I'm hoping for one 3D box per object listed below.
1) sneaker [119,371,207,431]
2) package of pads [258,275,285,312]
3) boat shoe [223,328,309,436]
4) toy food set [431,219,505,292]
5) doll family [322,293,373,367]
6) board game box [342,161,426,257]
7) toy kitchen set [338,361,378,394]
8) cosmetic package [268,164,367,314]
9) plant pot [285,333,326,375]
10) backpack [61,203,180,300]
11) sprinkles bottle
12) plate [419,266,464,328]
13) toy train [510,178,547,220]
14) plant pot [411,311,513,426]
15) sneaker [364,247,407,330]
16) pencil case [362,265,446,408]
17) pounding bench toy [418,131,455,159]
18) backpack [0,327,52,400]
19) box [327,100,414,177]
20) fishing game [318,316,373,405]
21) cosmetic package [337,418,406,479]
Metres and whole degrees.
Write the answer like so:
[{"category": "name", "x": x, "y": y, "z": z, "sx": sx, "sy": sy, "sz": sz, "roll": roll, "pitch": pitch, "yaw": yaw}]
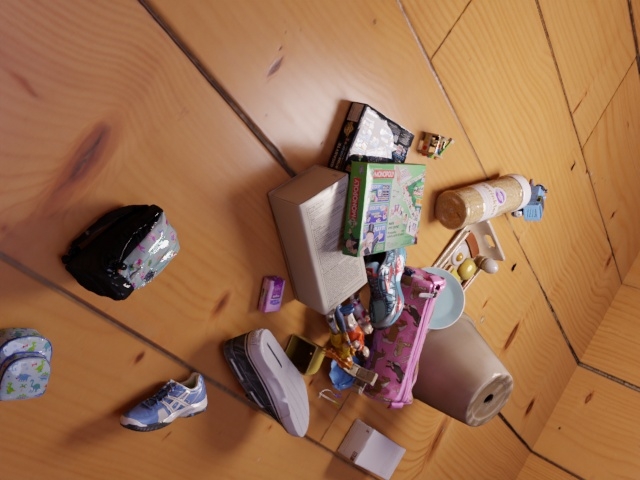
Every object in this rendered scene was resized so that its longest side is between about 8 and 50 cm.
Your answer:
[{"category": "sneaker", "x": -0.328, "y": 0.337, "z": 1.308, "sx": 0.211, "sy": 0.080, "sz": 0.081, "roll": -11, "pitch": 108, "yaw": -53}, {"category": "package of pads", "x": -0.113, "y": 0.126, "z": 1.460, "sx": 0.050, "sy": 0.032, "sz": 0.083, "roll": -1, "pitch": 107, "yaw": -48}, {"category": "boat shoe", "x": -0.124, "y": 0.338, "z": 1.485, "sx": 0.121, "sy": 0.119, "sz": 0.335, "roll": -68, "pitch": 143, "yaw": -53}, {"category": "toy food set", "x": 0.462, "y": 0.108, "z": 1.981, "sx": 0.306, "sy": 0.092, "sz": 0.220, "roll": -49, "pitch": 135, "yaw": -13}, {"category": "doll family", "x": 0.060, "y": 0.227, "z": 1.574, "sx": 0.263, "sy": 0.118, "sz": 0.163, "roll": -61, "pitch": 133, "yaw": -75}, {"category": "board game box", "x": 0.163, "y": -0.082, "z": 1.518, "sx": 0.317, "sy": 0.046, "sz": 0.213, "roll": -8, "pitch": 106, "yaw": -56}, {"category": "toy kitchen set", "x": 0.093, "y": 0.363, "z": 1.664, "sx": 0.068, "sy": 0.083, "sz": 0.075, "roll": -61, "pitch": 142, "yaw": -18}, {"category": "cosmetic package", "x": 0.000, "y": 0.000, "z": 1.464, "sx": 0.160, "sy": 0.113, "sz": 0.309, "roll": -34, "pitch": 127, "yaw": -31}, {"category": "plant pot", "x": -0.033, "y": 0.290, "z": 1.580, "sx": 0.083, "sy": 0.081, "sz": 0.081, "roll": 23, "pitch": 90, "yaw": -58}, {"category": "backpack", "x": -0.342, "y": 0.018, "z": 1.117, "sx": 0.182, "sy": 0.152, "sz": 0.115, "roll": -53, "pitch": 142, "yaw": -33}, {"category": "sprinkles bottle", "x": 0.503, "y": -0.122, "z": 1.916, "sx": 0.355, "sy": 0.121, "sz": 0.121, "roll": -16, "pitch": 118, "yaw": -40}, {"category": "plate", "x": 0.333, "y": 0.171, "z": 1.850, "sx": 0.188, "sy": 0.188, "sz": 0.024, "roll": -52, "pitch": 172, "yaw": -16}, {"category": "toy train", "x": 0.700, "y": -0.136, "z": 2.095, "sx": 0.184, "sy": 0.105, "sz": 0.080, "roll": -56, "pitch": 142, "yaw": -45}, {"category": "plant pot", "x": 0.407, "y": 0.396, "z": 1.876, "sx": 0.323, "sy": 0.280, "sz": 0.323, "roll": -17, "pitch": 125, "yaw": -27}, {"category": "sneaker", "x": 0.148, "y": 0.106, "z": 1.641, "sx": 0.125, "sy": 0.104, "sz": 0.262, "roll": 31, "pitch": 53, "yaw": -37}, {"category": "pencil case", "x": 0.226, "y": 0.265, "z": 1.740, "sx": 0.167, "sy": 0.160, "sz": 0.386, "roll": 3, "pitch": 103, "yaw": -80}, {"category": "pounding bench toy", "x": 0.319, "y": -0.253, "z": 1.701, "sx": 0.052, "sy": 0.083, "sz": 0.065, "roll": 10, "pitch": 98, "yaw": -47}, {"category": "backpack", "x": -0.508, "y": 0.211, "z": 1.058, "sx": 0.105, "sy": 0.084, "sz": 0.114, "roll": 7, "pitch": 98, "yaw": -49}, {"category": "box", "x": 0.130, "y": -0.221, "z": 1.547, "sx": 0.220, "sy": 0.051, "sz": 0.175, "roll": 18, "pitch": 93, "yaw": -48}, {"category": "fishing game", "x": 0.076, "y": 0.325, "z": 1.733, "sx": 0.189, "sy": 0.041, "sz": 0.264, "roll": 39, "pitch": 72, "yaw": -54}, {"category": "cosmetic package", "x": 0.160, "y": 0.644, "z": 1.919, "sx": 0.117, "sy": 0.085, "sz": 0.231, "roll": -56, "pitch": 135, "yaw": -12}]
